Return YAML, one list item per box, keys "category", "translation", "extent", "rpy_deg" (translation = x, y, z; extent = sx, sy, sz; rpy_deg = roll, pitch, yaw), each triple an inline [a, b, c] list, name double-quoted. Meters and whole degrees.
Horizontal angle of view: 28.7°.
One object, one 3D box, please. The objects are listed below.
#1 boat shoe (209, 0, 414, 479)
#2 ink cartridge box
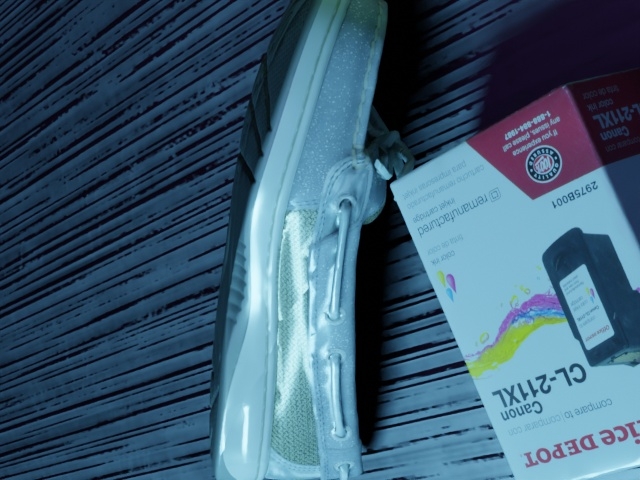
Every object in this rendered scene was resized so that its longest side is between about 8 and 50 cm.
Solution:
- category: "boat shoe"
  translation: [0.000, 0.002, 0.725]
  extent: [0.118, 0.103, 0.320]
  rpy_deg: [-106, 24, -66]
- category: "ink cartridge box"
  translation: [0.129, 0.023, 0.610]
  extent: [0.127, 0.072, 0.175]
  rpy_deg: [-30, 81, 46]
